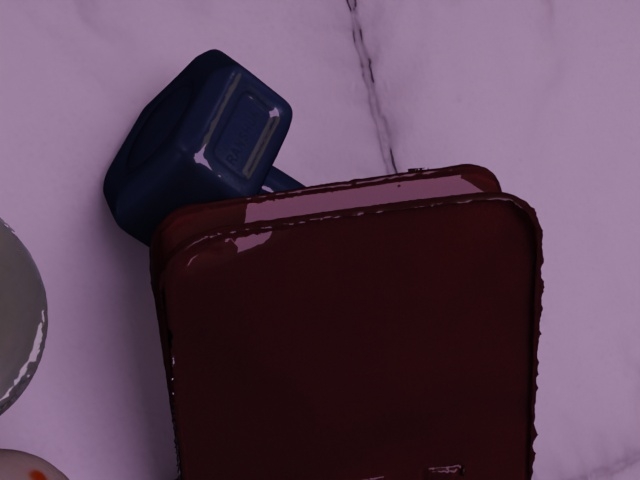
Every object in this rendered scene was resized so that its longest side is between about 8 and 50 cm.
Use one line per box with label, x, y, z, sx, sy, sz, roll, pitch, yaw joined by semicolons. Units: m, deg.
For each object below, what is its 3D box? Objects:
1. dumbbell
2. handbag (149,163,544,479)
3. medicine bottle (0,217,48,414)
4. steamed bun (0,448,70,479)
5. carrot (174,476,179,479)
dumbbell;0.000;0.000;0.857;0.316;0.156;0.143;36;35;-24
handbag;0.021;0.096;0.769;0.260;0.084;0.275;-10;114;-12
medicine bottle;-0.252;0.051;0.678;0.147;0.143;0.147;6;78;-32
steamed bun;-0.242;0.208;0.651;0.131;0.177;0.228;39;70;16
carrot;-0.078;0.165;0.840;0.035;0.036;0.165;48;62;-18
